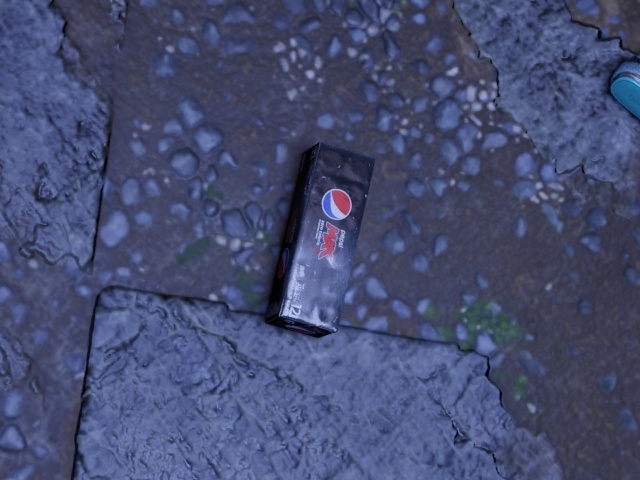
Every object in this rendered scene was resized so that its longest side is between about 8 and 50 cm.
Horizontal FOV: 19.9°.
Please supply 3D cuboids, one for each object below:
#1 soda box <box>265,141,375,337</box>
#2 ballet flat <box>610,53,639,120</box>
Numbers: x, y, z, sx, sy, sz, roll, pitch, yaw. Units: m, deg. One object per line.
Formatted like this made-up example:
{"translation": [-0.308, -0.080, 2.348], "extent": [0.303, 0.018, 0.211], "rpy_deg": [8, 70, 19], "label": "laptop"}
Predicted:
{"translation": [0.000, 0.000, 1.660], "extent": [0.060, 0.053, 0.168], "rpy_deg": [16, 77, -15], "label": "soda box"}
{"translation": [0.366, -0.112, 1.792], "extent": [0.188, 0.070, 0.070], "rpy_deg": [48, 71, -9], "label": "ballet flat"}
